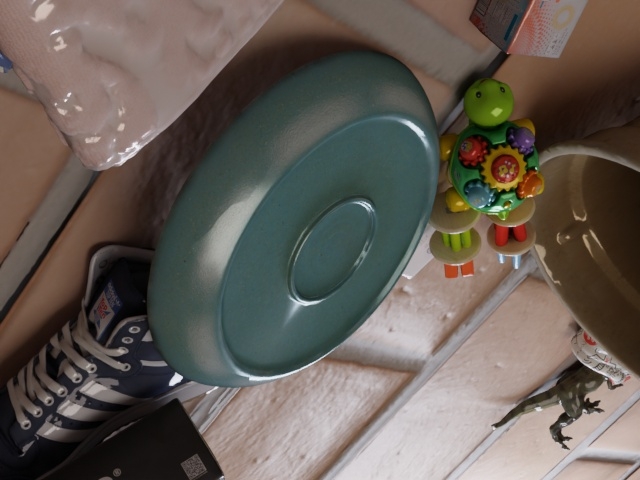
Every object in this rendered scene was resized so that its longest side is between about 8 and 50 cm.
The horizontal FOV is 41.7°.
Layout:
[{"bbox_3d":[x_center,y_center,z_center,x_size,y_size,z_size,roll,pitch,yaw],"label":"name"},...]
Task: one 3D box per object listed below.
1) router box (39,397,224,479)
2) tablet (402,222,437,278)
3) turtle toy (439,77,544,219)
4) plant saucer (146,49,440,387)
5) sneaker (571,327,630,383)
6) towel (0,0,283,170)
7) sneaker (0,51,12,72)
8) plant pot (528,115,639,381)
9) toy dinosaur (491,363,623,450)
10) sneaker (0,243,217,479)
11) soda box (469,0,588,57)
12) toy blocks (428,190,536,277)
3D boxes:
[{"bbox_3d":[-0.231,0.280,0.738,0.308,0.081,0.243,-30,161,-17],"label":"router box"},{"bbox_3d":[0.111,0.005,0.879,0.083,0.006,0.054,-44,140,13],"label":"tablet"},{"bbox_3d":[0.156,-0.081,0.759,0.095,0.066,0.130,-13,99,-3],"label":"turtle toy"},{"bbox_3d":[0.000,0.000,0.697,0.317,0.043,0.318,-34,144,-29],"label":"plant saucer"},{"bbox_3d":[0.470,0.132,1.189,0.270,0.090,0.145,8,126,-35],"label":"sneaker"},{"bbox_3d":[-0.068,-0.245,0.365,0.317,0.053,0.332,-54,148,-24],"label":"towel"},{"bbox_3d":[-0.236,-0.192,0.369,0.315,0.127,0.182,-2,128,-42],"label":"sneaker"},{"bbox_3d":[0.425,-0.040,0.841,0.305,0.334,0.334,-37,142,-14],"label":"plant pot"},{"bbox_3d":[0.377,0.241,1.258,0.268,0.064,0.118,-28,126,-6],"label":"toy dinosaur"},{"bbox_3d":[-0.204,0.105,0.693,0.282,0.099,0.153,-27,144,-17],"label":"sneaker"},{"bbox_3d":[0.188,-0.235,0.649,0.062,0.058,0.183,-4,133,-31],"label":"soda box"},{"bbox_3d":[0.169,-0.003,0.866,0.123,0.054,0.148,-34,141,-13],"label":"toy blocks"}]
